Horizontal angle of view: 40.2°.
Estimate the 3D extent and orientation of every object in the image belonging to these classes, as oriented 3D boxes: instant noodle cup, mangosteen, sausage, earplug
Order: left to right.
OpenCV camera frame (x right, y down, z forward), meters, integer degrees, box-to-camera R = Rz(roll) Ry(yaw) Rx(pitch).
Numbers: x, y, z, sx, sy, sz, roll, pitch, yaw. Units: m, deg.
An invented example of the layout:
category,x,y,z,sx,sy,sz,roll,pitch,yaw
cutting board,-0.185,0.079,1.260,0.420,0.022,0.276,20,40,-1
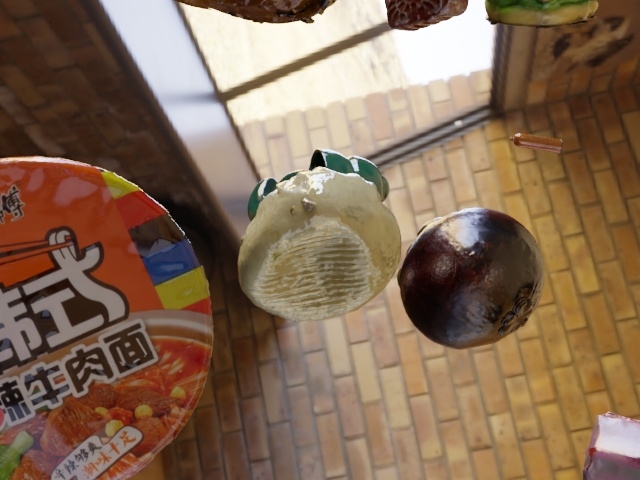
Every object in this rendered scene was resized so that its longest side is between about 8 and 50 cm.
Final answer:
category,x,y,z,sx,sy,sz,roll,pitch,yaw
instant noodle cup,-0.208,0.062,0.704,0.192,0.251,0.250,-168,-114,-84
earplug,-0.005,-0.086,1.746,0.257,0.280,0.163,107,-20,-74
mangosteen,0.290,0.063,1.720,0.297,0.297,0.293,72,-6,-63
sausage,0.446,-0.203,1.813,0.031,0.107,0.031,-172,-90,-87

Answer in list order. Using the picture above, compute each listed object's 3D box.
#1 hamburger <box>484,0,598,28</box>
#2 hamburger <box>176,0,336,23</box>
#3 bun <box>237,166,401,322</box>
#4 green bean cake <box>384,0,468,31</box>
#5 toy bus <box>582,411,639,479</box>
category,x,y,z,sx,sy,sz,roll,pitch,yaw
hamburger,0.431,-0.507,1.712,0.237,0.237,0.148,-96,-178,-64
hamburger,-0.058,-0.287,0.738,0.106,0.231,0.231,-69,154,-43
bun,0.000,0.000,1.338,0.160,0.259,0.259,-96,174,-48
green bean cake,0.142,-0.368,1.223,0.135,0.056,0.135,-4,-87,54
toy bus,0.618,0.413,1.538,0.127,0.303,0.147,-52,141,-43
